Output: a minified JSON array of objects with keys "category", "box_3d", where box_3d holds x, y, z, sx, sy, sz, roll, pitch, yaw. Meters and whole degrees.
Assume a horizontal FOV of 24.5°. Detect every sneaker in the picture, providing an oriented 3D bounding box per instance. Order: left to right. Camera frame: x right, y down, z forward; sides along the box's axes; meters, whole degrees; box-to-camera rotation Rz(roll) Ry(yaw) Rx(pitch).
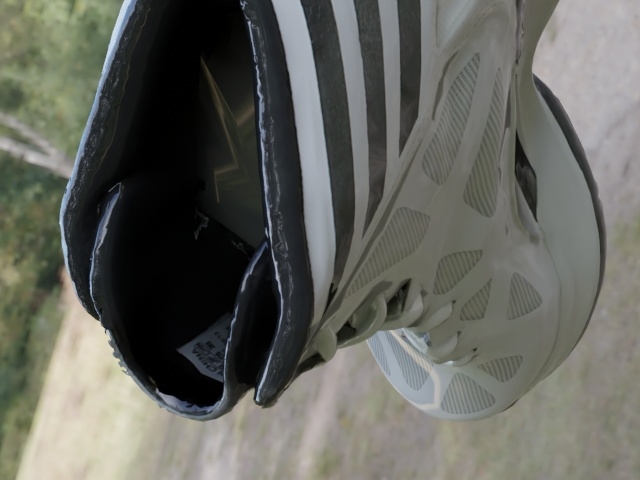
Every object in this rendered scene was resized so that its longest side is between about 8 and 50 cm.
[{"category":"sneaker","box_3d":[-0.001,-0.001,0.660,0.257,0.169,0.447,-50,-30,-27]}]
